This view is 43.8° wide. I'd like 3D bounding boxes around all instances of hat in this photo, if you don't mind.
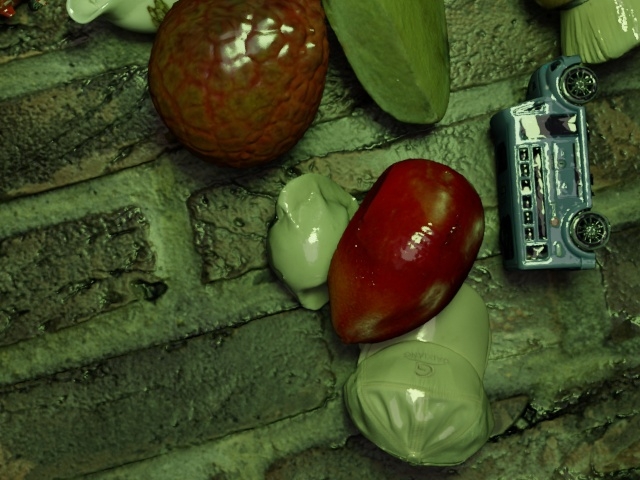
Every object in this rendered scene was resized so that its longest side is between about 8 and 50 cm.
[{"bbox_3d":[0.150,0.167,1.072,0.219,0.164,0.226,10,103,1],"label":"hat"}]

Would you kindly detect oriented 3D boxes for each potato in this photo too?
[{"bbox_3d":[0.088,-0.274,1.083,0.112,0.269,0.255,-10,101,34],"label":"potato"}]

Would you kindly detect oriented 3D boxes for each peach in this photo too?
[{"bbox_3d":[0.108,0.017,1.030,0.158,0.154,0.267,31,75,33],"label":"peach"}]

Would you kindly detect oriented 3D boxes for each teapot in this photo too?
[{"bbox_3d":[-0.235,-0.405,1.115,0.204,0.139,0.298,34,86,5],"label":"teapot"}]

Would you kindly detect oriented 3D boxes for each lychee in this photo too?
[{"bbox_3d":[-0.112,-0.220,1.061,0.255,0.300,0.255,13,65,-29],"label":"lychee"}]

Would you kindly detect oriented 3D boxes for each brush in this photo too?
[{"bbox_3d":[0.418,-0.377,1.118,0.266,0.174,0.166,-44,106,-26],"label":"brush"}]

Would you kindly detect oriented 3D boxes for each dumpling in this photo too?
[{"bbox_3d":[-0.001,-0.001,1.111,0.150,0.092,0.177,-17,81,-16],"label":"dumpling"}]

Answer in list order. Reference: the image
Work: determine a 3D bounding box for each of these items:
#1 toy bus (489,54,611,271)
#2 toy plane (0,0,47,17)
[{"bbox_3d":[0.308,-0.102,1.100,0.133,0.125,0.292,-3,86,0],"label":"toy bus"},{"bbox_3d":[-0.423,-0.396,1.147,0.126,0.077,0.194,27,78,-2],"label":"toy plane"}]
